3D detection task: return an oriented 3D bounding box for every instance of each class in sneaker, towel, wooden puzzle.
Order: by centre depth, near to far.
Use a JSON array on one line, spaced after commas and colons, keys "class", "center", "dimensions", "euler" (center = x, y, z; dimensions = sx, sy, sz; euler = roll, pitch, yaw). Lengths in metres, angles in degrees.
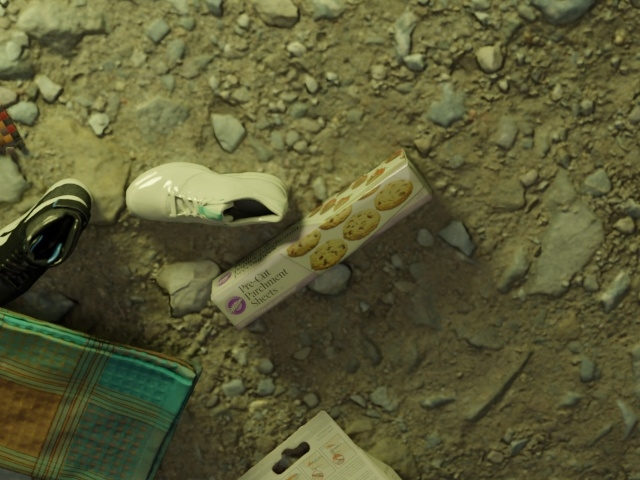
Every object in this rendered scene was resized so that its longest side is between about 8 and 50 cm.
[{"class": "wooden puzzle", "center": [-0.418, -0.144, 1.767], "dimensions": [0.049, 0.006, 0.083], "euler": [-24, 114, 7]}, {"class": "sneaker", "center": [-0.381, 0.019, 1.781], "dimensions": [0.079, 0.121, 0.217], "euler": [37, 107, -18]}, {"class": "sneaker", "center": [-0.147, -0.050, 1.783], "dimensions": [0.212, 0.094, 0.080], "euler": [-1, 116, -3]}, {"class": "towel", "center": [-0.379, 0.228, 1.905], "dimensions": [0.370, 0.040, 0.271], "euler": [18, 120, -12]}]

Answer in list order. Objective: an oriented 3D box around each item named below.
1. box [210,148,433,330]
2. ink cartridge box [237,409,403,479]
[{"class": "box", "center": [0.000, 0.000, 1.833], "dimensions": [0.324, 0.063, 0.067], "euler": [-34, 111, 11]}, {"class": "ink cartridge box", "center": [0.018, 0.376, 2.026], "dimensions": [0.181, 0.056, 0.225], "euler": [-41, 92, 14]}]
